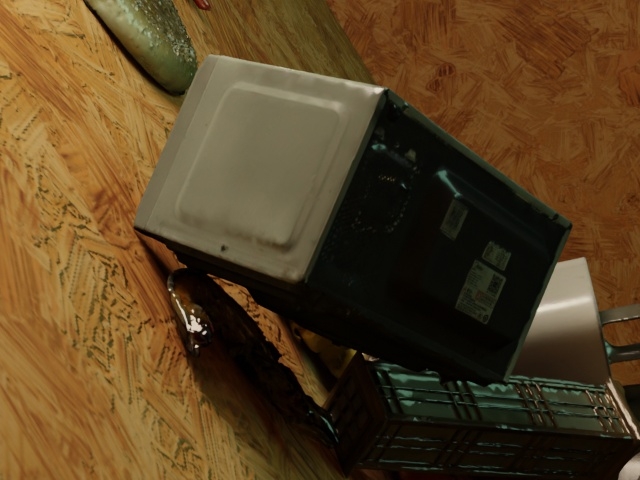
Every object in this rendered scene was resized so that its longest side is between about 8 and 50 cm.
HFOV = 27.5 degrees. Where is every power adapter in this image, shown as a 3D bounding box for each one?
[{"bbox_3d":[0.264,0.123,1.499,0.124,0.255,0.187,-89,162,-56],"label":"power adapter"}]

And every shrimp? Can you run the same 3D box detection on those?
[{"bbox_3d":[-0.060,0.099,1.053,0.195,0.035,0.148,50,6,9],"label":"shrimp"}]

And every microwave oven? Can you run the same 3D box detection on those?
[{"bbox_3d":[0.030,-0.005,1.101,0.237,0.181,0.295,19,-7,43],"label":"microwave oven"}]

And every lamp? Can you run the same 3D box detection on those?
[{"bbox_3d":[0.165,0.180,1.279,0.325,0.089,0.090,9,39,-28],"label":"lamp"}]

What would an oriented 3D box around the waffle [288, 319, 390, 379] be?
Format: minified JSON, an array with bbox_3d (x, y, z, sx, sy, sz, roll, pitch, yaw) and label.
[{"bbox_3d":[0.000,0.000,1.452,0.379,0.095,0.382,64,14,11],"label":"waffle"}]

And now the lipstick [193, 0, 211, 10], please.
[{"bbox_3d":[-0.190,-0.365,1.781,0.129,0.030,0.030,54,11,-17],"label":"lipstick"}]

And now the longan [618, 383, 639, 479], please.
[{"bbox_3d":[0.419,0.365,1.575,0.391,0.391,0.391,55,11,-17],"label":"longan"}]

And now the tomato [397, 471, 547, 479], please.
[{"bbox_3d":[0.167,0.256,1.384,0.233,0.139,0.200,14,31,-21],"label":"tomato"}]

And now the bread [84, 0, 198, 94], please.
[{"bbox_3d":[-0.212,-0.278,1.424,0.267,0.040,0.267,55,11,-16],"label":"bread"}]
